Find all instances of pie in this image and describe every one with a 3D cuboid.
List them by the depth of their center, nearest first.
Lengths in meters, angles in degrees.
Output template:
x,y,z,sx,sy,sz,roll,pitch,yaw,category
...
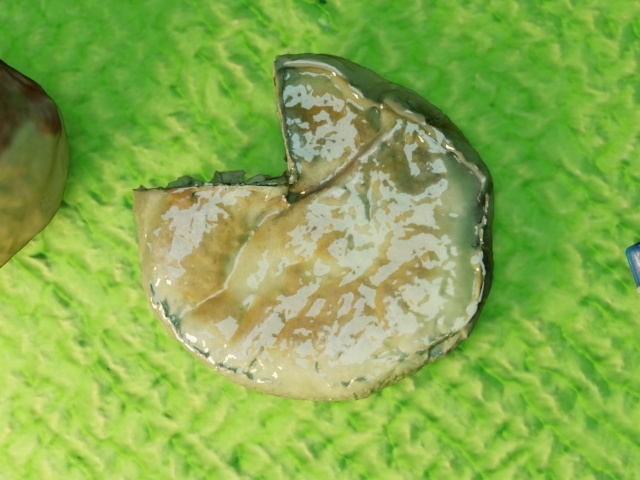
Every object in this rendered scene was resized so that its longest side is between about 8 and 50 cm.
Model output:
x,y,z,sx,sy,sz,roll,pitch,yaw,category
0.000,0.000,1.765,0.337,0.075,0.337,0,87,5,pie

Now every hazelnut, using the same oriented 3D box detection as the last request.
x,y,z,sx,sy,sz,roll,pitch,yaw,category
-0.362,-0.060,1.747,0.261,0.241,0.261,-7,123,-11,hazelnut

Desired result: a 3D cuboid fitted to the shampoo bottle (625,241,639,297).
x,y,z,sx,sy,sz,roll,pitch,yaw,category
0.337,0.078,1.711,0.087,0.050,0.183,-20,81,4,shampoo bottle
